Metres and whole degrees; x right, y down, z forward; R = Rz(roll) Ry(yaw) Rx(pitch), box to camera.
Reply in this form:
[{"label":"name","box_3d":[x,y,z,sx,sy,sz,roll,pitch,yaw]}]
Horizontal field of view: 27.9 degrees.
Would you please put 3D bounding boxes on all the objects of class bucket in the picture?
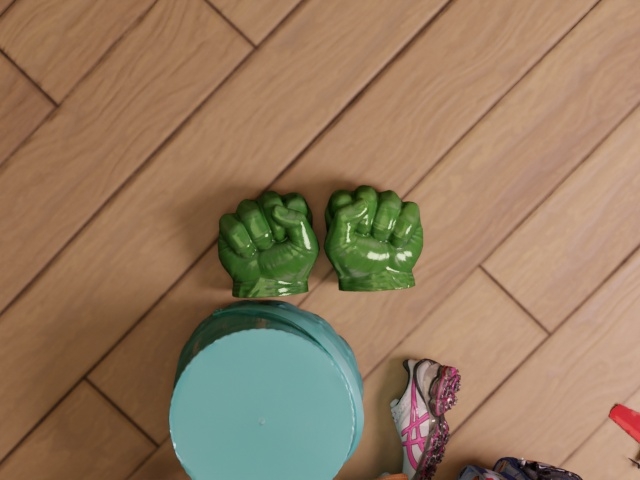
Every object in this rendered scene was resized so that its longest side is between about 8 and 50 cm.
[{"label":"bucket","box_3d":[-0.072,0.220,1.721,0.281,0.183,0.281,0,96,0]}]

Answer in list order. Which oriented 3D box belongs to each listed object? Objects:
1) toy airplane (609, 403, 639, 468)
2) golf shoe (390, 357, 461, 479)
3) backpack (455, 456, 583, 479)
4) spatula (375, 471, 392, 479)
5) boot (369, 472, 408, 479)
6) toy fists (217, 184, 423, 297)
[{"label":"toy airplane","box_3d":[0.488,0.259,1.801,0.151,0.028,0.151,0,95,1]},{"label":"golf shoe","box_3d":[0.136,0.254,1.791,0.086,0.067,0.186,16,99,27]},{"label":"backpack","box_3d":[0.263,0.410,1.702,0.213,0.263,0.276,21,91,4]},{"label":"spatula","box_3d":[0.041,0.448,1.826,0.242,0.019,0.168,-38,94,4]},{"label":"boot","box_3d":[0.034,0.449,1.758,0.283,0.109,0.220,-29,63,42]},{"label":"toy fists","box_3d":[0.000,0.000,1.744,0.279,0.096,0.142,-4,95,2]}]
